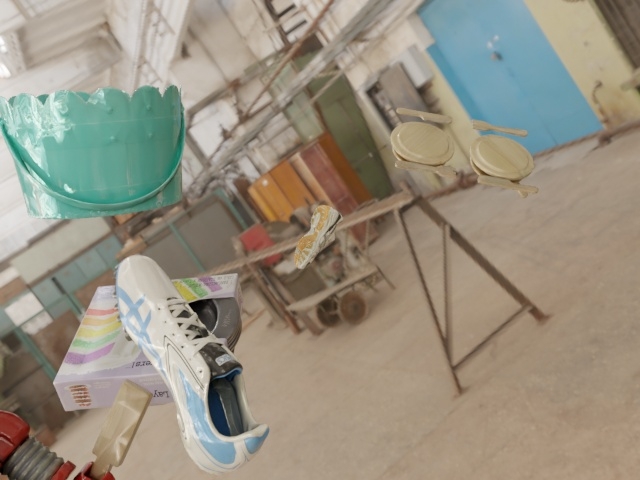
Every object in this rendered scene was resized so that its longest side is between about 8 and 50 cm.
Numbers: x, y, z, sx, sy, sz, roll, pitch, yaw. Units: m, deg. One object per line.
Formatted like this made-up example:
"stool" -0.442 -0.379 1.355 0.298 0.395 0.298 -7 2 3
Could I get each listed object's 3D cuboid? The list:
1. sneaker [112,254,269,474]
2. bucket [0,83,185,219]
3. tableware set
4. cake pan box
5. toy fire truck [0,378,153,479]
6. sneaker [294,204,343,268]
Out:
"sneaker" -0.125 0.109 0.659 0.086 0.237 0.085 -38 -15 23
"bucket" -0.344 -0.143 1.046 0.280 0.183 0.281 -4 13 1
"tableware set" 0.186 -0.111 0.897 0.039 0.194 0.128 102 177 -47
"cake pan box" -0.257 0.157 1.079 0.266 0.070 0.246 -5 34 4
"toy fire truck" -0.344 0.275 0.834 0.246 0.217 0.158 -52 1 -42
"sneaker" 0.000 0.000 0.801 0.032 0.036 0.083 43 109 46
